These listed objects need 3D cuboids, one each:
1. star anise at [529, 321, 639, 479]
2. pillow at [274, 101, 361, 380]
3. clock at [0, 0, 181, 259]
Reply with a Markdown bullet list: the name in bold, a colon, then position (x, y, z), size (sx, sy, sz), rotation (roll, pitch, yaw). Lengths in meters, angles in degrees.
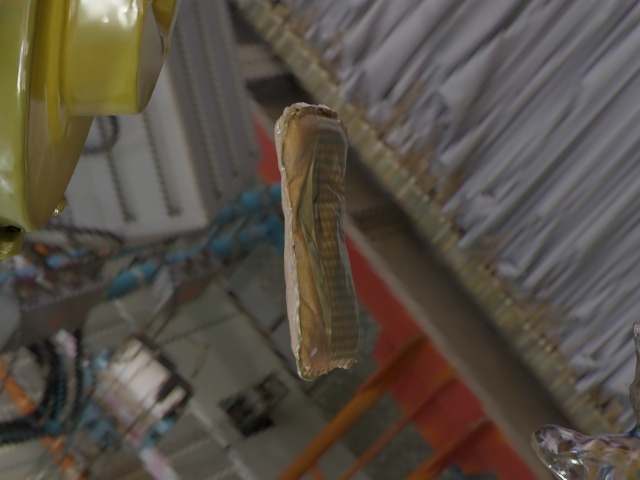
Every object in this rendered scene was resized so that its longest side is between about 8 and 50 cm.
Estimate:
- **star anise**: position (0.278, 0.217, 1.188), size (0.315, 0.108, 0.315), rotation (-1, -115, 2)
- **pillow**: position (-0.001, -0.001, 1.283), size (0.135, 0.034, 0.211), rotation (-5, -89, -66)
- **clock**: position (-0.055, -0.104, 0.429), size (0.057, 0.237, 0.237), rotation (12, -141, -3)
